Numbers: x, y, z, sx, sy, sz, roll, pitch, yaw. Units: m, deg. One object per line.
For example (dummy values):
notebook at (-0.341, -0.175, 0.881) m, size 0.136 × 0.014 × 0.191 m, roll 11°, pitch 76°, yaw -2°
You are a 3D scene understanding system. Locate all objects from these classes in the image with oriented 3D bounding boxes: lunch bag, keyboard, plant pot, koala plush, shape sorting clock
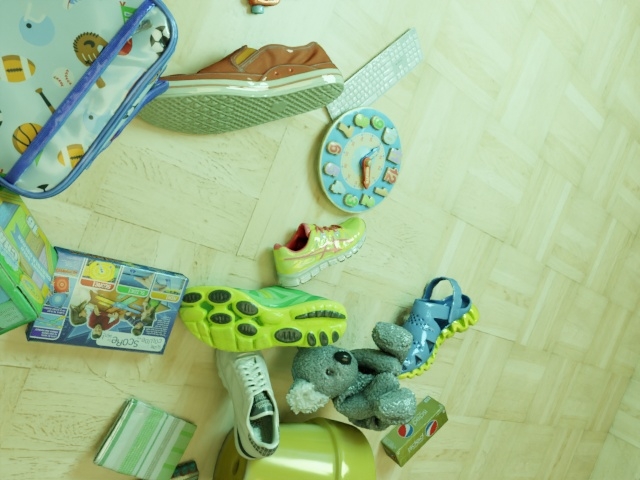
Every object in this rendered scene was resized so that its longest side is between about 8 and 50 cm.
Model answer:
lunch bag at (-0.320, -0.214, 0.585) m, size 0.243 × 0.115 × 0.303 m, roll 38°, pitch 88°, yaw -22°
keyboard at (0.108, -0.311, 0.957) m, size 0.256 × 0.014 × 0.072 m, roll -43°, pitch 124°, yaw -17°
plant pot at (-0.063, 0.450, 0.941) m, size 0.239 × 0.254 × 0.254 m, roll 24°, pitch 89°, yaw -22°
koala plush at (0.040, 0.264, 0.962) m, size 0.221 × 0.203 × 0.196 m, roll 17°, pitch 49°, yaw -17°
shape sorting clock at (0.083, -0.153, 0.964) m, size 0.206 × 0.040 × 0.206 m, roll -15°, pitch 115°, yaw -35°

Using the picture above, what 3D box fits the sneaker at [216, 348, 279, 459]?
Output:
sneaker at (-0.117, 0.250, 0.856) m, size 0.090 × 0.095 × 0.235 m, roll -10°, pitch 67°, yaw -25°

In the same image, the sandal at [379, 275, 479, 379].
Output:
sandal at (0.235, 0.190, 1.146) m, size 0.317 × 0.126 × 0.138 m, roll -35°, pitch 119°, yaw -32°

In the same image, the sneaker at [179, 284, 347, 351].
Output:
sneaker at (-0.103, 0.136, 0.884) m, size 0.295 × 0.123 × 0.109 m, roll 9°, pitch 91°, yaw -19°

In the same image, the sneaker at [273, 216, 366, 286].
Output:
sneaker at (0.000, 0.000, 0.936) m, size 0.208 × 0.081 × 0.094 m, roll -33°, pitch 114°, yaw -26°

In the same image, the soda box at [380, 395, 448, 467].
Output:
soda box at (0.242, 0.485, 1.273) m, size 0.181 × 0.058 × 0.061 m, roll -35°, pitch 122°, yaw -22°

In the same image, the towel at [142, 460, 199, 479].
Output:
towel at (-0.385, 0.562, 0.858) m, size 0.370 × 0.040 × 0.271 m, roll -9°, pitch 110°, yaw -34°

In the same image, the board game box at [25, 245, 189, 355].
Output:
board game box at (-0.319, 0.098, 0.763) m, size 0.201 × 0.035 × 0.136 m, roll 19°, pitch 93°, yaw -38°

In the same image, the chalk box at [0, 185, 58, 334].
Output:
chalk box at (-0.400, 0.038, 0.557) m, size 0.132 × 0.213 × 0.132 m, roll -23°, pitch 119°, yaw -8°

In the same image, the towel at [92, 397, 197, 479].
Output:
towel at (-0.297, 0.347, 0.855) m, size 0.152 × 0.023 × 0.113 m, roll 43°, pitch 67°, yaw -39°

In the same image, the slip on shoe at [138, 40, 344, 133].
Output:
slip on shoe at (-0.122, -0.241, 0.767) m, size 0.331 × 0.123 × 0.101 m, roll -18°, pitch 79°, yaw -23°

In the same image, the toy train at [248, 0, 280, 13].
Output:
toy train at (-0.062, -0.439, 0.774) m, size 0.125 × 0.046 × 0.166 m, roll -7°, pitch 109°, yaw -34°
